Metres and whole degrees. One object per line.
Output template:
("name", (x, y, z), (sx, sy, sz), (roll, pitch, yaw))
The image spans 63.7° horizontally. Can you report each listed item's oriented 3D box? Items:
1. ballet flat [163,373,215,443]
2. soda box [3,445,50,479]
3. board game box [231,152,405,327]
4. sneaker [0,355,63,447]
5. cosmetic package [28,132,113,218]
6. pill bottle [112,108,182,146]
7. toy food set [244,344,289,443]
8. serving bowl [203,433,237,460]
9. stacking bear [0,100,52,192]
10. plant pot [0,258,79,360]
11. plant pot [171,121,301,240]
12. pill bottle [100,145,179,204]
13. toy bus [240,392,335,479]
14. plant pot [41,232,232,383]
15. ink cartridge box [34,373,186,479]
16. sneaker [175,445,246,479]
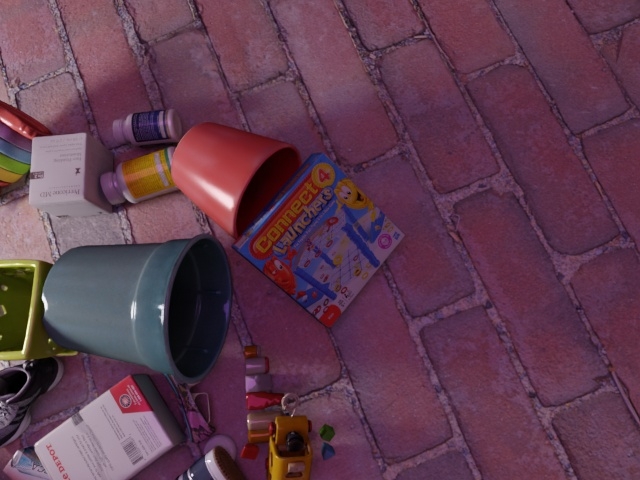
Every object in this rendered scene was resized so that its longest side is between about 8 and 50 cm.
("ballet flat", (-0.321, 0.384, 1.271), (0.079, 0.077, 0.221), (-23, 81, -21))
("soda box", (-0.669, 0.582, 1.247), (0.183, 0.058, 0.063), (33, 81, 10))
("board game box", (0.000, 0.000, 1.255), (0.302, 0.086, 0.308), (42, 82, -20))
("sneaker", (-0.760, 0.392, 1.249), (0.101, 0.153, 0.268), (34, 81, 11))
("cosmetic package", (-0.659, -0.169, 1.376), (0.152, 0.151, 0.183), (-5, 77, 4))
("pill bottle", (-0.478, -0.309, 1.427), (0.170, 0.094, 0.094), (-6, 76, 2))
("toy food set", (-0.126, 0.366, 1.240), (0.105, 0.111, 0.232), (-2, 75, -9))
("serving bowl", (-0.246, 0.515, 1.251), (0.084, 0.027, 0.083), (-1, 78, 3))
("stacking bear", (-0.884, -0.216, 1.402), (0.175, 0.164, 0.289), (35, 92, -3))
("plant pot", (-0.704, 0.177, 1.254), (0.227, 0.207, 0.228), (-2, 76, 16))
("plant pot", (-0.222, -0.165, 1.307), (0.243, 0.275, 0.274), (29, 80, 19))
("pill bottle", (-0.470, -0.168, 1.381), (0.209, 0.117, 0.117), (-18, 76, 0))
("toy bus", (-0.065, 0.486, 1.166), (0.191, 0.104, 0.202), (-41, 113, 1))
("plant pot", (-0.427, 0.144, 1.215), (0.334, 0.341, 0.340), (3, 77, 13))
("ink cartridge box", (-0.497, 0.480, 1.231), (0.273, 0.114, 0.197), (-35, 78, -6))
("sneaker", (-0.226, 0.635, 1.187), (0.153, 0.099, 0.282), (-33, 83, 3))
